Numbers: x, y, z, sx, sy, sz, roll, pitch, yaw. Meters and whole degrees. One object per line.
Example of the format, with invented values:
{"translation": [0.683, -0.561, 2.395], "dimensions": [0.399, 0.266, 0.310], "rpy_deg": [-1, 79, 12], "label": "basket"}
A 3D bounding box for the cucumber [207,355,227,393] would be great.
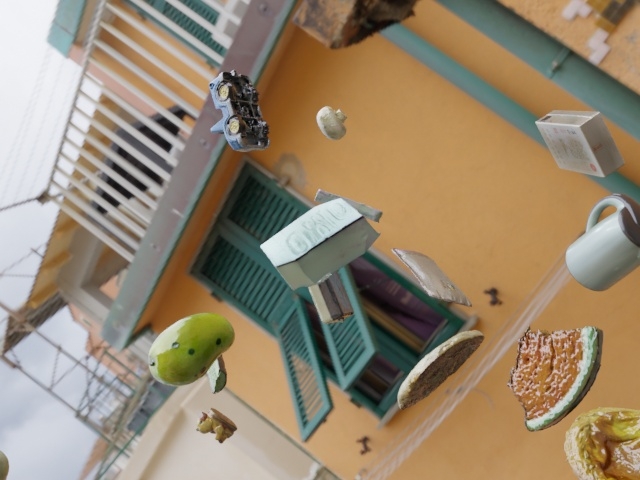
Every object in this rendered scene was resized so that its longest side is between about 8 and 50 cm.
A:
{"translation": [-0.326, 0.385, 2.128], "dimensions": [0.070, 0.046, 0.220], "rpy_deg": [-69, 26, 19], "label": "cucumber"}

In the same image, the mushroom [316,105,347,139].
{"translation": [0.029, -0.273, 1.581], "dimensions": [0.067, 0.083, 0.083], "rpy_deg": [-38, -3, 12], "label": "mushroom"}

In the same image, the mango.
{"translation": [-0.359, 0.302, 1.938], "dimensions": [0.143, 0.175, 0.293], "rpy_deg": [-5, 15, 41], "label": "mango"}

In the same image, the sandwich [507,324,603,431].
{"translation": [0.464, 0.270, 1.357], "dimensions": [0.079, 0.159, 0.235], "rpy_deg": [15, -90, -54], "label": "sandwich"}

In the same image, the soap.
{"translation": [0.000, 0.000, 1.503], "dimensions": [0.230, 0.145, 0.091], "rpy_deg": [-37, -51, -5], "label": "soap"}

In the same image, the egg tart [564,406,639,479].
{"translation": [0.859, 0.619, 1.903], "dimensions": [0.352, 0.352, 0.150], "rpy_deg": [-48, -36, -42], "label": "egg tart"}

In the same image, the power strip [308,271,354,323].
{"translation": [0.004, 0.101, 1.794], "dimensions": [0.070, 0.256, 0.105], "rpy_deg": [-28, -12, 19], "label": "power strip"}

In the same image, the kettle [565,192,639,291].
{"translation": [0.800, -0.008, 1.869], "dimensions": [0.236, 0.161, 0.221], "rpy_deg": [119, 147, -56], "label": "kettle"}

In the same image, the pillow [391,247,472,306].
{"translation": [0.256, 0.082, 1.588], "dimensions": [0.038, 0.131, 0.232], "rpy_deg": [-63, 32, 18], "label": "pillow"}

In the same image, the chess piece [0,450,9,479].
{"translation": [-0.867, 0.608, 1.748], "dimensions": [0.144, 0.144, 0.251], "rpy_deg": [-48, -1, -44], "label": "chess piece"}

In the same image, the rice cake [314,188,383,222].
{"translation": [0.086, -0.105, 2.072], "dimensions": [0.034, 0.211, 0.043], "rpy_deg": [-49, -23, -80], "label": "rice cake"}

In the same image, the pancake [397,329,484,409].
{"translation": [0.376, 0.414, 2.182], "dimensions": [0.356, 0.065, 0.356], "rpy_deg": [-34, -29, -22], "label": "pancake"}

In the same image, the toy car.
{"translation": [-0.191, -0.280, 1.528], "dimensions": [0.100, 0.191, 0.097], "rpy_deg": [-25, -11, 36], "label": "toy car"}

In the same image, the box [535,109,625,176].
{"translation": [0.586, -0.223, 1.552], "dimensions": [0.058, 0.141, 0.201], "rpy_deg": [-34, 14, -1], "label": "box"}

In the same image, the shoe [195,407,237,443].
{"translation": [-0.272, 0.491, 1.790], "dimensions": [0.069, 0.072, 0.109], "rpy_deg": [-53, -41, -1], "label": "shoe"}
